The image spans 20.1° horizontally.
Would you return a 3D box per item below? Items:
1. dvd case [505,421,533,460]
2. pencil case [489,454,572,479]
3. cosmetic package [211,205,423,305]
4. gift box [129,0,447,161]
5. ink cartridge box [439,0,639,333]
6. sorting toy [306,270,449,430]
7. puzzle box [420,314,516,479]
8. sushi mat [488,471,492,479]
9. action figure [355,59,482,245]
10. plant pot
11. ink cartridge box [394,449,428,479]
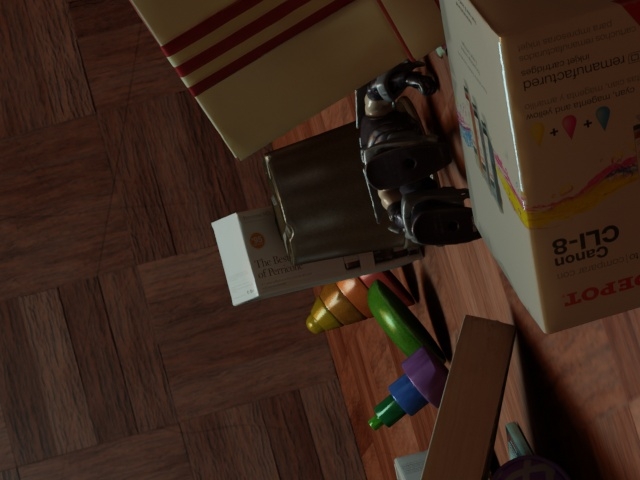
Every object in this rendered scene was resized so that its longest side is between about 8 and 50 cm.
[{"bbox_3d":[0.206,0.250,1.774,0.087,0.013,0.119,-114,9,-58],"label":"dvd case"},{"bbox_3d":[0.183,0.269,1.650,0.086,0.088,0.206,44,159,24],"label":"pencil case"},{"bbox_3d":[0.000,0.000,2.042,0.060,0.239,0.099,-25,80,53],"label":"cosmetic package"},{"bbox_3d":[-0.030,-0.250,1.608,0.276,0.258,0.255,54,-174,-36],"label":"gift box"},{"bbox_3d":[0.144,-0.067,0.931,0.127,0.128,0.176,-114,9,-57],"label":"ink cartridge box"},{"bbox_3d":[0.058,0.120,2.137,0.127,0.126,0.365,47,-172,-26],"label":"sorting toy"},{"bbox_3d":[0.101,0.279,1.545,0.409,0.052,0.272,-66,-15,-58],"label":"puzzle box"},{"bbox_3d":[0.193,0.326,2.081,0.316,0.019,0.151,87,166,-66],"label":"sushi mat"},{"bbox_3d":[0.086,-0.073,1.720,0.285,0.099,0.185,-110,-1,-73],"label":"action figure"},{"bbox_3d":[0.032,-0.052,1.925,0.167,0.165,0.167,164,90,-85],"label":"plant pot"},{"bbox_3d":[0.151,0.362,2.374,0.150,0.063,0.109,-113,9,-59],"label":"ink cartridge box"}]
